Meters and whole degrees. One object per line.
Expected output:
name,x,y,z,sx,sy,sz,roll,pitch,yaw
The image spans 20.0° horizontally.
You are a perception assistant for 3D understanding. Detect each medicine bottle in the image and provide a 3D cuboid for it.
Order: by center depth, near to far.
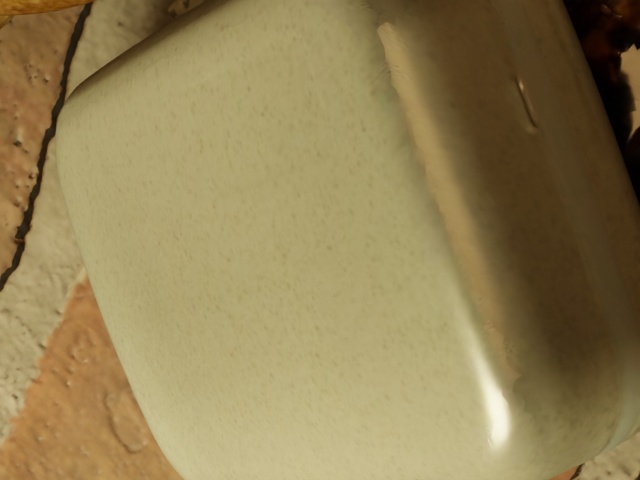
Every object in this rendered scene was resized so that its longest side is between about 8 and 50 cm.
medicine bottle,0.000,0.000,0.871,0.375,0.123,0.282,-17,95,60

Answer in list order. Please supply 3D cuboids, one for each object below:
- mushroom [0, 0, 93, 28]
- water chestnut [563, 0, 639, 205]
mushroom,-0.171,-0.276,0.935,0.345,0.239,0.345,-1,96,-12
water chestnut,0.186,-0.041,0.862,0.224,0.238,0.223,-2,116,-4
